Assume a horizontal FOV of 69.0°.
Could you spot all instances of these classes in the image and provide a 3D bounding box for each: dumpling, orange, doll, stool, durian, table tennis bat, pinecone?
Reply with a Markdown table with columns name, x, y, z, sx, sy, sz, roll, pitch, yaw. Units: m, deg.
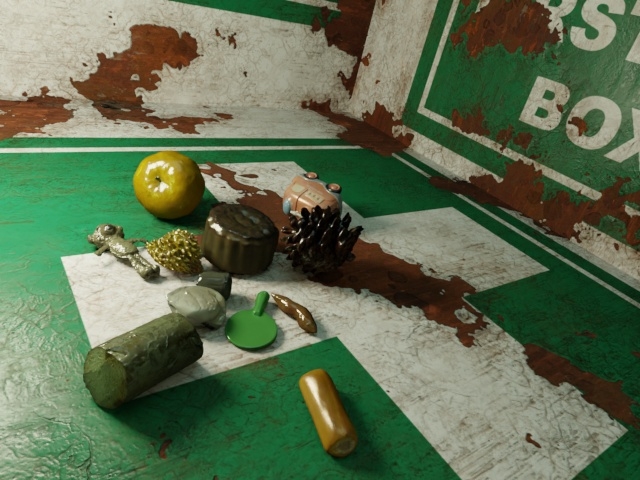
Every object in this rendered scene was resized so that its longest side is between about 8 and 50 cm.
| name | x | y | z | sx | sy | sz | roll | pitch | yaw |
| --- | --- | --- | --- | --- | --- | --- | --- | --- | --- |
| dumpling | -0.374 | 0.198 | 1.413 | 0.176 | 0.093 | 0.150 | 13 | 36 | -3 |
| orange | -0.603 | -0.221 | 1.875 | 0.278 | 0.279 | 0.235 | 18 | 0 | 6 |
| doll | -0.672 | 0.035 | 1.582 | 0.202 | 0.091 | 0.286 | -8 | 43 | -28 |
| stool | -0.346 | 0.148 | 1.519 | 0.110 | 0.096 | 0.096 | 6 | 30 | -6 |
| durian | -0.501 | 0.044 | 1.607 | 0.165 | 0.132 | 0.183 | -22 | 66 | -22 |
| table tennis bat | -0.206 | 0.249 | 1.468 | 0.160 | 0.039 | 0.257 | 14 | 34 | 0 |
| pinecone | -0.002 | -0.006 | 1.729 | 0.295 | 0.298 | 0.242 | 14 | 52 | -4 |

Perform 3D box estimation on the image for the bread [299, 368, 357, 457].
| name | x | y | z | sx | sy | sz | roll | pitch | yaw |
| --- | --- | --- | --- | --- | --- | --- | --- | --- | --- |
| bread | 0.021 | 0.436 | 1.206 | 0.092 | 0.074 | 0.239 | 4 | 31 | -27 |

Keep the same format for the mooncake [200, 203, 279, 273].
| name | x | y | z | sx | sy | sz | roll | pitch | yaw |
| --- | --- | --- | --- | --- | --- | --- | --- | --- | --- |
| mooncake | -0.295 | -0.015 | 1.731 | 0.290 | 0.161 | 0.290 | 15 | 28 | -8 |

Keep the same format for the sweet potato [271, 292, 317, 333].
| name | x | y | z | sx | sy | sz | roll | pitch | yaw |
| --- | --- | --- | --- | --- | --- | --- | --- | --- | --- |
| sweet potato | -0.082 | 0.232 | 1.532 | 0.065 | 0.051 | 0.218 | -20 | 44 | -42 |

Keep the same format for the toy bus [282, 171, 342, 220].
| name | x | y | z | sx | sy | sz | roll | pitch | yaw |
| --- | --- | --- | --- | --- | --- | --- | --- | --- | --- |
| toy bus | -0.048 | -0.163 | 2.117 | 0.287 | 0.194 | 0.232 | 30 | 45 | 24 |

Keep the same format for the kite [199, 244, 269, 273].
| name | x | y | z | sx | sy | sz | roll | pitch | yaw |
| --- | --- | --- | --- | --- | --- | --- | --- | --- | --- |
| kite | -0.344 | 0.056 | 1.758 | 0.322 | 0.013 | 0.268 | 14 | 29 | -5 |

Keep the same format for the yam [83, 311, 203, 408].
| name | x | y | z | sx | sy | sz | roll | pitch | yaw |
| --- | --- | --- | --- | --- | --- | --- | --- | --- | --- |
| yam | -0.436 | 0.289 | 1.172 | 0.161 | 0.161 | 0.268 | 31 | 30 | 26 |
